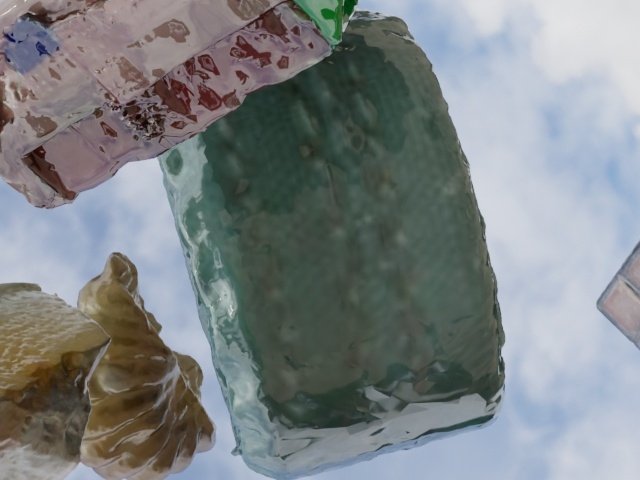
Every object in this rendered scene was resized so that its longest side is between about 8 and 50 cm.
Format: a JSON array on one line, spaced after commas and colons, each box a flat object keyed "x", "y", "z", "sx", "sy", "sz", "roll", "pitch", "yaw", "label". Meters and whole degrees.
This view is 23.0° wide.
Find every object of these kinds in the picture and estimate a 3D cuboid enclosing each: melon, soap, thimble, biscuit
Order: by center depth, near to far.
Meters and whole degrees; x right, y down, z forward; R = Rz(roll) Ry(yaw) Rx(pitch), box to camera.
[{"x": -0.039, "y": -0.137, "z": 0.658, "sx": 0.098, "sy": 0.218, "sz": 0.273, "roll": 53, "pitch": -147, "yaw": -22, "label": "soap"}, {"x": -0.176, "y": 0.103, "z": 0.785, "sx": 0.202, "sy": 0.093, "sz": 0.139, "roll": -36, "pitch": -53, "yaw": -55, "label": "melon"}, {"x": 0.000, "y": 0.000, "z": 0.794, "sx": 0.198, "sy": 0.143, "sz": 0.235, "roll": -126, "pitch": 23, "yaw": -73, "label": "thimble"}, {"x": -0.119, "y": 0.105, "z": 1.056, "sx": 0.118, "sy": 0.061, "sz": 0.183, "roll": -56, "pitch": -36, "yaw": -29, "label": "biscuit"}]

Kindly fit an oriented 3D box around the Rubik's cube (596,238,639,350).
[{"x": 0.410, "y": 0.019, "z": 1.251, "sx": 0.237, "sy": 0.238, "sz": 0.237, "roll": -24, "pitch": -116, "yaw": -41, "label": "Rubik's cube"}]
